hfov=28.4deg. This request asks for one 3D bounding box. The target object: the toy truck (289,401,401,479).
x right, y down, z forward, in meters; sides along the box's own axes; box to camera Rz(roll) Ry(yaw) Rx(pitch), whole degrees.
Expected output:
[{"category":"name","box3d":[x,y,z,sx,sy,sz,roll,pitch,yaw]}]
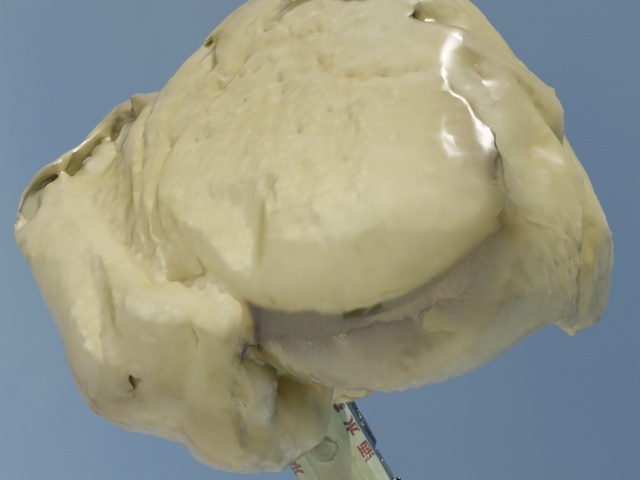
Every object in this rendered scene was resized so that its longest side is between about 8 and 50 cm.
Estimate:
[{"category":"toy truck","box3d":[0.016,0.170,0.963,0.074,0.088,0.202,-30,-91,-1]}]

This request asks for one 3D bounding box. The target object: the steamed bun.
[{"category":"steamed bun","box3d":[-0.003,-0.002,0.812,0.372,0.325,0.230,-22,-46,24]}]
